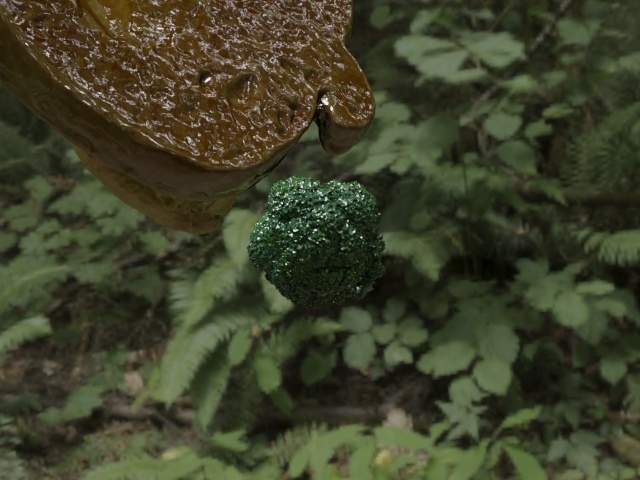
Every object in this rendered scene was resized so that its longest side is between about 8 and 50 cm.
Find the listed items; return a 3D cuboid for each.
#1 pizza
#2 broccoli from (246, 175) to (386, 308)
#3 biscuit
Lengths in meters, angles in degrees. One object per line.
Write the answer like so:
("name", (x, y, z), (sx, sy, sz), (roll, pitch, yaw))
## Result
("pizza", (-0.112, -0.128, 1.053), (0.288, 0.280, 0.075), (-36, 49, 19))
("broccoli", (0.000, 0.000, 1.338), (0.196, 0.195, 0.156), (-5, 12, 13))
("biscuit", (-0.092, -0.175, 0.769), (0.063, 0.314, 0.367), (-41, 19, 41))
